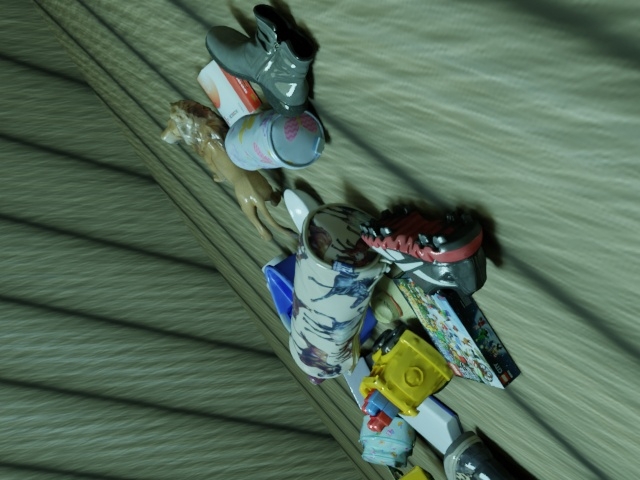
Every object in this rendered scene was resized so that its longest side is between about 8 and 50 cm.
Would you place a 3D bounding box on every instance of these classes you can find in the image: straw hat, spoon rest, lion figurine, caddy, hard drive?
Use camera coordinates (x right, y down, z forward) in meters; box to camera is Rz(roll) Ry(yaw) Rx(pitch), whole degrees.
[{"bbox_3d":[0.141,0.143,1.289,0.144,0.061,0.144,47,161,22],"label":"straw hat"},{"bbox_3d":[0.000,0.000,1.350,0.276,0.084,0.137,52,162,4],"label":"spoon rest"},{"bbox_3d":[-0.203,-0.169,1.436,0.392,0.142,0.240,41,170,19],"label":"lion figurine"},{"bbox_3d":[-0.013,0.180,1.564,0.341,0.179,0.241,48,163,18],"label":"caddy"},{"bbox_3d":[0.255,0.444,1.593,0.319,0.040,0.210,32,152,51],"label":"hard drive"}]

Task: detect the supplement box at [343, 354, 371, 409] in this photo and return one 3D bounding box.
[{"bbox_3d":[0.109,0.395,1.719,0.130,0.073,0.239,63,175,5],"label":"supplement box"}]

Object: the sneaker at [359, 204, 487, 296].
[{"bbox_3d":[0.159,0.021,0.950,0.276,0.098,0.135,16,136,61],"label":"sneaker"}]

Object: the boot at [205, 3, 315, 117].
[{"bbox_3d":[-0.100,-0.335,1.015,0.246,0.083,0.161,41,154,17],"label":"boot"}]

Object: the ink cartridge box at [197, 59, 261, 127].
[{"bbox_3d":[-0.204,-0.329,1.327,0.145,0.045,0.179,56,165,-9],"label":"ink cartridge box"}]

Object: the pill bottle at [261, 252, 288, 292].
[{"bbox_3d":[-0.076,0.146,1.758,0.215,0.117,0.117,53,163,7],"label":"pill bottle"}]

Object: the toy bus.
[{"bbox_3d":[0.155,0.307,1.282,0.149,0.211,0.220,39,164,-1],"label":"toy bus"}]

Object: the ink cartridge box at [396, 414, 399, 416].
[{"bbox_3d":[0.230,0.569,1.910,0.048,0.028,0.083,61,162,-21],"label":"ink cartridge box"}]

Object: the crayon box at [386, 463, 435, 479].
[{"bbox_3d":[0.318,0.741,1.648,0.318,0.081,0.202,52,180,32],"label":"crayon box"}]

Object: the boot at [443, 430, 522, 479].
[{"bbox_3d":[0.431,0.627,1.343,0.284,0.138,0.377,30,146,52],"label":"boot"}]

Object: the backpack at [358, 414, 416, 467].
[{"bbox_3d":[0.195,0.582,1.762,0.166,0.144,0.188,8,145,12],"label":"backpack"}]

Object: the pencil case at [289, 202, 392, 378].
[{"bbox_3d":[0.032,0.122,1.230,0.184,0.160,0.410,34,142,22],"label":"pencil case"}]

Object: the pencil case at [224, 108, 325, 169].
[{"bbox_3d":[-0.095,-0.193,1.179,0.124,0.113,0.273,32,172,-24],"label":"pencil case"}]

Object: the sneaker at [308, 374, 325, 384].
[{"bbox_3d":[0.026,0.328,1.729,0.070,0.185,0.084,32,164,2],"label":"sneaker"}]

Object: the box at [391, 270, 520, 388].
[{"bbox_3d":[0.238,0.150,1.081,0.233,0.044,0.159,56,162,-6],"label":"box"}]
